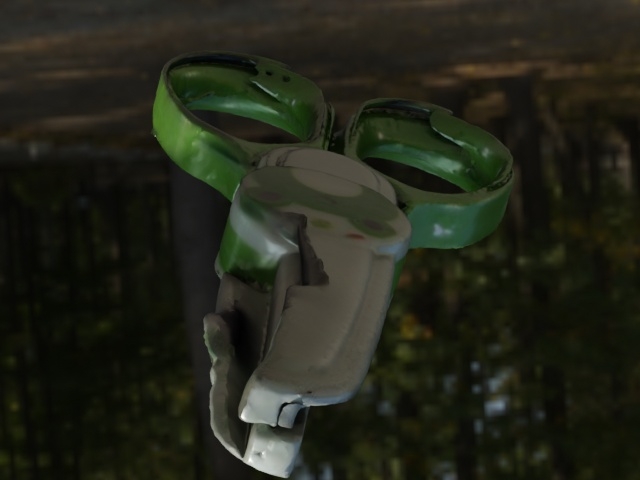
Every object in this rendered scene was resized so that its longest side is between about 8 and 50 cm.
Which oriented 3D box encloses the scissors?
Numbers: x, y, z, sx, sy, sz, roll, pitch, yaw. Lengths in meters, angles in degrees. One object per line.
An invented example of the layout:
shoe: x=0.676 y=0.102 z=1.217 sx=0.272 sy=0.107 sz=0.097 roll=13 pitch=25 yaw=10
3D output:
scissors: x=0.000 y=0.000 z=0.440 sx=0.101 sy=0.027 sz=0.204 roll=14 pitch=-158 yaw=-2
